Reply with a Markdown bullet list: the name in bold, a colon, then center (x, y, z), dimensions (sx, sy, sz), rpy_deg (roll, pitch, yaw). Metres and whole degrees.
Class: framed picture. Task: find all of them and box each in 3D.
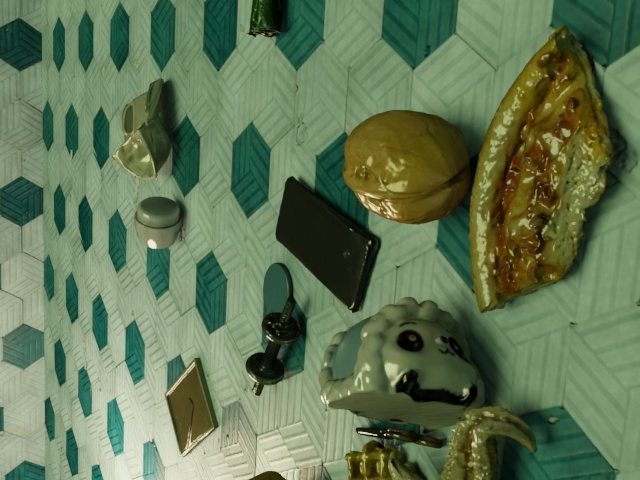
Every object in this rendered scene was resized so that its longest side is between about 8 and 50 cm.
- **framed picture**: center (-0.331, 0.426, 1.869), dimensions (0.250, 0.016, 0.184), rpy_deg (-50, 53, 47)

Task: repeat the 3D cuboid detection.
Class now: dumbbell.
- **dumbbell**: center (-0.092, 0.210, 1.435), dimensions (0.081, 0.082, 0.254), rpy_deg (53, 134, 40)

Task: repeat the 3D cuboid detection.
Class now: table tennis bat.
- **table tennis bat**: center (-0.090, 0.120, 1.480), dimensions (0.100, 0.019, 0.155), rpy_deg (29, 114, 51)

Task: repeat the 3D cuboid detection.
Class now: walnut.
- **walnut**: center (0.117, -0.102, 1.033), dimensions (0.207, 0.159, 0.159), rpy_deg (22, 111, 48)

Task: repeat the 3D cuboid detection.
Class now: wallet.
- **wallet**: center (0.001, 0.000, 1.323), dimensions (0.285, 0.030, 0.146), rpy_deg (41, 129, 46)

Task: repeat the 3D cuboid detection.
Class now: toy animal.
- **toy animal**: center (0.116, 0.171, 1.036), dimensions (0.204, 0.208, 0.156), rpy_deg (-42, 39, 51)

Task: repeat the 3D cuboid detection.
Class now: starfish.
- **starfish**: center (0.239, 0.442, 0.961), dimensions (0.324, 0.082, 0.432), rpy_deg (-39, 64, 48)

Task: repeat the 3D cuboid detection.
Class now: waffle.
- **waffle**: center (0.093, 0.463, 1.182), dimensions (0.253, 0.056, 0.249), rpy_deg (-57, 49, 31)

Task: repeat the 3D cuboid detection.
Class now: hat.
- **hat**: center (-0.433, -0.288, 1.908), dimensions (0.219, 0.164, 0.226), rpy_deg (-14, 42, 56)

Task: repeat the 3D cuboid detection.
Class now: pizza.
- **pizza**: center (0.258, -0.067, 0.892), dimensions (0.182, 0.074, 0.365), rpy_deg (-129, 46, -53)

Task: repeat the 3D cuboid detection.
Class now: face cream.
- **face cream**: center (-0.407, -0.045, 1.849), dimensions (0.117, 0.117, 0.104), rpy_deg (47, 137, 43)

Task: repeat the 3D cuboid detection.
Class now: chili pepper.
- **chili pepper**: center (-0.100, -0.506, 1.406), dimensions (0.088, 0.059, 0.226), rpy_deg (-163, 77, -68)

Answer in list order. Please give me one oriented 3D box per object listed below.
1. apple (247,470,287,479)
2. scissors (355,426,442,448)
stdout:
- **apple**: center (-0.106, 0.607, 1.394), dimensions (0.252, 0.314, 0.309), rpy_deg (-67, -1, -57)
- **scissors**: center (0.107, 0.308, 1.172), dimensions (0.220, 0.088, 0.017), rpy_deg (154, 130, -65)
